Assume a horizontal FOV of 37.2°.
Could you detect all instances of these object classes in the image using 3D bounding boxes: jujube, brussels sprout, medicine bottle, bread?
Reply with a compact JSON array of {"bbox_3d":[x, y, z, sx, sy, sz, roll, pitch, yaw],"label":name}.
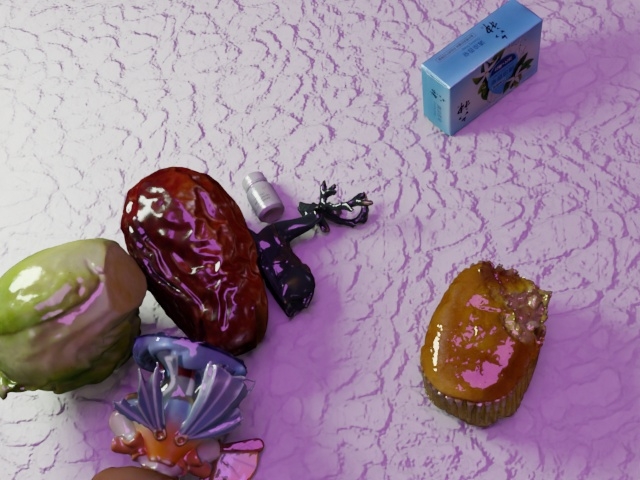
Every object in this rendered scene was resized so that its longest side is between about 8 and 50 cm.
[{"bbox_3d":[-0.200,0.040,1.575,0.216,0.216,0.342,-24,65,-6],"label":"jujube"},{"bbox_3d":[-0.405,0.126,1.511,0.294,0.259,0.227,-33,93,25],"label":"brussels sprout"},{"bbox_3d":[-0.104,-0.078,1.711,0.052,0.052,0.089,-26,59,-7],"label":"medicine bottle"},{"bbox_3d":[0.253,0.157,1.475,0.179,0.133,0.250,19,63,23],"label":"bread"}]

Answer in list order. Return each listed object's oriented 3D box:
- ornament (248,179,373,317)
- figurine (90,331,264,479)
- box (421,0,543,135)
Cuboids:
[{"bbox_3d":[0.000,0.000,1.633,0.236,0.080,0.202,-29,56,-9],"label":"ornament"},{"bbox_3d":[-0.227,0.341,1.385,0.276,0.248,0.388,20,64,-8],"label":"figurine"},{"bbox_3d":[0.295,-0.316,1.741,0.232,0.142,0.083,-38,62,-15],"label":"box"}]
